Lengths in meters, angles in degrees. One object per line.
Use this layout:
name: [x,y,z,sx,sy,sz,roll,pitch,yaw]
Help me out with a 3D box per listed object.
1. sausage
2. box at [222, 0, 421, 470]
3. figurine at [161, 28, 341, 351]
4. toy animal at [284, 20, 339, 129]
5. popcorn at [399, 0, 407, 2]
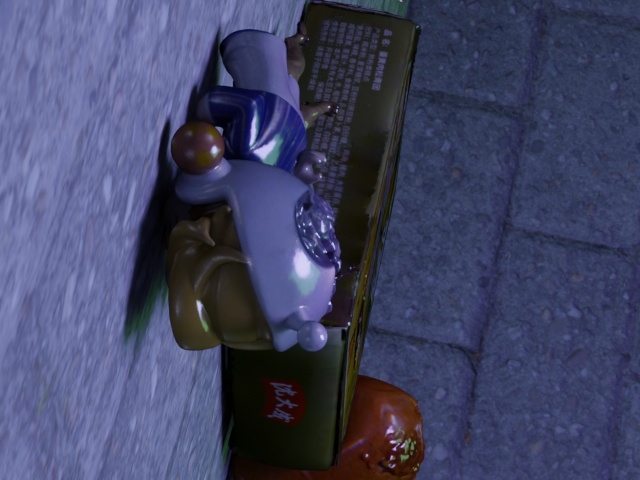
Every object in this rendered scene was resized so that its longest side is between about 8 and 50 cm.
sausage: [0.006,0.266,2.072,0.141,0.268,0.153,34,38,-46]
box: [0.000,0.000,1.902,0.373,0.138,0.420,95,7,-59]
figurine: [-0.046,-0.028,1.238,0.274,0.133,0.194,-77,162,-60]
toy animal: [-0.026,-0.131,1.582,0.069,0.086,0.219,-31,-145,36]
popcorn: [0.103,-0.362,1.849,0.212,0.198,0.198,-60,172,-11]
